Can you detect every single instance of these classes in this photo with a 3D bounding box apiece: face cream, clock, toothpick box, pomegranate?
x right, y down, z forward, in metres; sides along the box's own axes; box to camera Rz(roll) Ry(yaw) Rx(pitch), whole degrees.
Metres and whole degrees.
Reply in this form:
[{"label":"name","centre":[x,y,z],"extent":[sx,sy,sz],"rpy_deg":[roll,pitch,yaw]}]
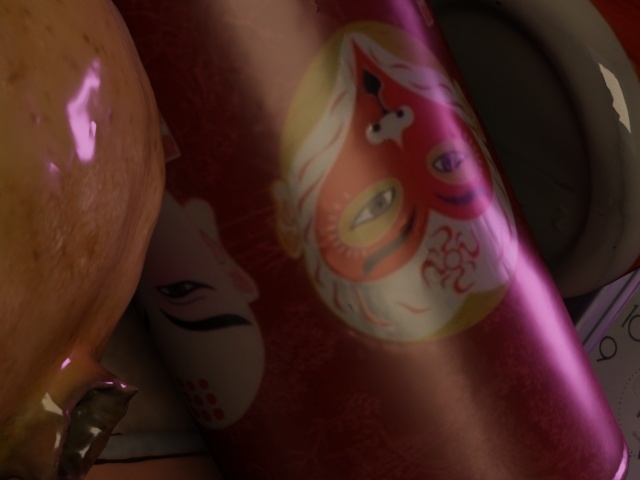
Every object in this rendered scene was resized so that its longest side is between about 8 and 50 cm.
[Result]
[{"label":"face cream","centre":[0.166,-0.088,0.762],"extent":[0.187,0.201,0.201],"rpy_deg":[-24,99,-28]},{"label":"clock","centre":[0.206,0.108,0.848],"extent":[0.193,0.073,0.144],"rpy_deg":[47,68,-18]},{"label":"toothpick box","centre":[0.000,0.000,0.668],"extent":[0.204,0.204,0.333],"rpy_deg":[-30,101,-26]},{"label":"pomegranate","centre":[-0.218,0.001,0.475],"extent":[0.333,0.333,0.332],"rpy_deg":[2,87,-29]}]
